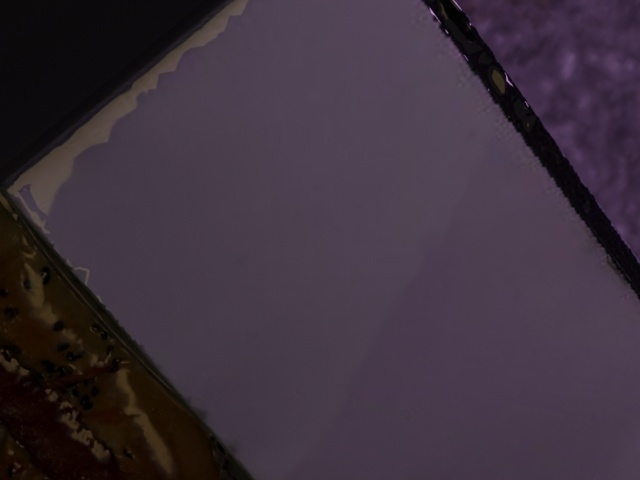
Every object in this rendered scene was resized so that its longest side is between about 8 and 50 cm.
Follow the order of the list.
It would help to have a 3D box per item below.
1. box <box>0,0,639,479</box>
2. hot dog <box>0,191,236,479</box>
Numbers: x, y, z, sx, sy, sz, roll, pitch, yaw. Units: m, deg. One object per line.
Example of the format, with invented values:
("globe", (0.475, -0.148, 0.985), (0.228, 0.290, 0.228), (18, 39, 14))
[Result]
("box", (0.000, 0.000, 0.569), (0.117, 0.225, 0.225), (-40, 115, -4))
("hot dog", (-0.107, 0.036, 0.621), (0.108, 0.059, 0.191), (-23, 115, 35))
